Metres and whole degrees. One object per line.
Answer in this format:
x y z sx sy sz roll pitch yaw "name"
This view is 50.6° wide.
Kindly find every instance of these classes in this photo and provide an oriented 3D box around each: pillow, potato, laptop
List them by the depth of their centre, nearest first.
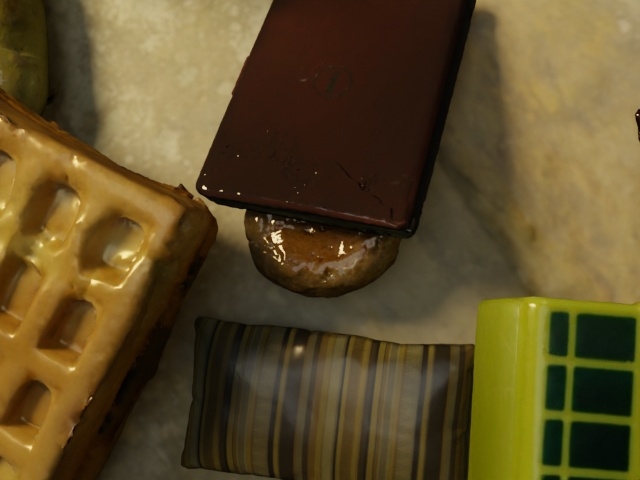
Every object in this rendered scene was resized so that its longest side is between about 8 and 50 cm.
0.003 0.117 0.475 0.203 0.038 0.113 5 86 12 "pillow"
0.015 -0.104 0.476 0.154 0.026 0.207 10 65 16 "laptop"
-0.266 -0.169 0.539 0.105 0.085 0.188 -1 77 5 "potato"

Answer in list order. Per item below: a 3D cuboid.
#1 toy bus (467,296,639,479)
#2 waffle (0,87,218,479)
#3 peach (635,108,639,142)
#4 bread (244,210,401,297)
0.153 0.163 0.387 0.150 0.128 0.262 5 84 0 "toy bus"
-0.230 0.073 0.465 0.224 0.098 0.327 28 94 4 "waffle"
0.333 -0.022 0.419 0.279 0.068 0.189 34 92 12 "peach"
0.000 0.000 0.479 0.113 0.060 0.082 16 85 14 "bread"
